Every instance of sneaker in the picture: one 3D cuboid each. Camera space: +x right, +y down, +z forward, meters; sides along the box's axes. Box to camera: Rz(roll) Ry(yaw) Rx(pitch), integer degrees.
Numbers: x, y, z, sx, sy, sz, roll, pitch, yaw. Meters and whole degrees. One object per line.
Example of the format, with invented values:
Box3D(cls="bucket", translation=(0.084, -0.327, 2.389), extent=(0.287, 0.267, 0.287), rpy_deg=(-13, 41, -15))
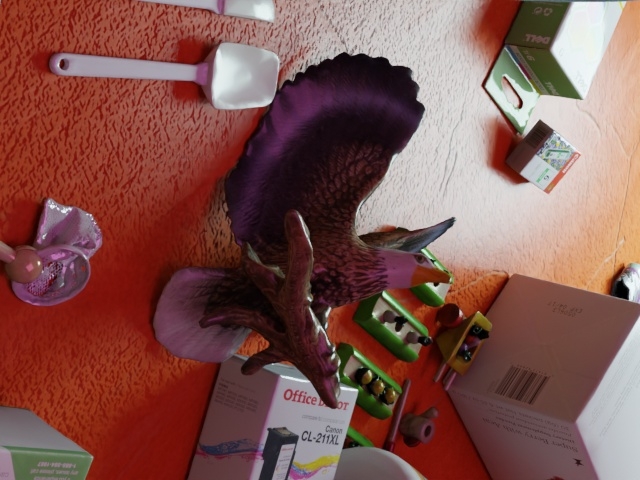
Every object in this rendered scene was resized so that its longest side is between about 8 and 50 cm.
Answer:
Box3D(cls="sneaker", translation=(0.410, 0.086, 1.763), extent=(0.069, 0.038, 0.098), rpy_deg=(-34, 117, -38))

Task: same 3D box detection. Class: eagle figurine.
Box3D(cls="eagle figurine", translation=(0.011, 0.004, 1.163), extent=(0.226, 0.225, 0.298), rpy_deg=(-51, -167, 34))

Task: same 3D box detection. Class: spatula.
Box3D(cls="spatula", translation=(-0.112, -0.190, 1.047), extent=(0.242, 0.019, 0.168), rpy_deg=(-5, 106, -50))

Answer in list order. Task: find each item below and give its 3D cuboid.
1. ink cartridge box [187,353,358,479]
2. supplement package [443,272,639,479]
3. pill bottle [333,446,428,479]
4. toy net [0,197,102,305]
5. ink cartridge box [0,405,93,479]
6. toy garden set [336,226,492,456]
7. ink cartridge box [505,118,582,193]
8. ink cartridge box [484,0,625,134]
Box3D(cls="ink cartridge box", translation=(-0.049, 0.202, 1.204), extent=(0.127, 0.072, 0.175), rpy_deg=(18, 88, -51))
Box3D(cls="supplement package", translation=(0.297, 0.211, 1.548), extent=(0.175, 0.177, 0.293), rpy_deg=(-54, 136, -26))
Box3D(cls="pill bottle", translation=(0.088, 0.330, 1.340), extent=(0.278, 0.162, 0.162), rpy_deg=(47, 65, -47))
Box3D(cls="toy net", translation=(-0.235, 0.044, 0.948), extent=(0.232, 0.045, 0.122), rpy_deg=(-22, 118, -46))
Box3D(cls="ink cartridge box", translation=(-0.271, 0.224, 0.908), extent=(0.154, 0.093, 0.212), rpy_deg=(17, 97, -51))
Box3D(cls="toy garden set", translation=(0.094, 0.141, 1.379), extent=(0.204, 0.049, 0.244), rpy_deg=(43, 68, -48))
Box3D(cls="ink cartridge box", translation=(0.265, -0.089, 1.516), extent=(0.063, 0.029, 0.115), rpy_deg=(-52, 141, 9))
Box3D(cls="ink cartridge box", translation=(0.268, -0.228, 1.465), extent=(0.109, 0.062, 0.209), rpy_deg=(42, 69, -49))
